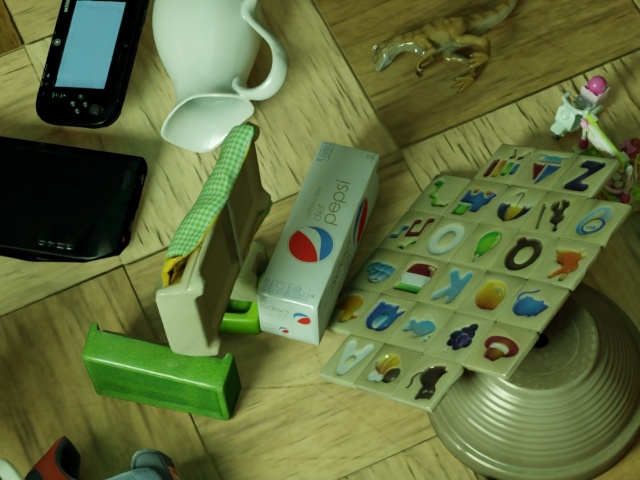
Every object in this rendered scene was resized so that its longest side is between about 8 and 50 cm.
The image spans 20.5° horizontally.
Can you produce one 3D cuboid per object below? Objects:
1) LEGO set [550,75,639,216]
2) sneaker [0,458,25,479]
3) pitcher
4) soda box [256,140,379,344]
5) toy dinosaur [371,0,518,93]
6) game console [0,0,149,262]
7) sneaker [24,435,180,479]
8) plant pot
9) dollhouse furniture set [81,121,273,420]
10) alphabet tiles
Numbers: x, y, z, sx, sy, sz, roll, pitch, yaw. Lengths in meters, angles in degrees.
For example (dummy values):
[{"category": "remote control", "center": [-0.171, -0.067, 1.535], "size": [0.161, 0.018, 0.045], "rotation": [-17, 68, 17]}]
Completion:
[{"category": "LEGO set", "center": [0.366, -0.074, 1.886], "size": [0.287, 0.107, 0.132], "rotation": [33, 68, 21]}, {"category": "sneaker", "center": [-0.275, 0.326, 1.604], "size": [0.107, 0.110, 0.275], "rotation": [-35, 94, 17]}, {"category": "pitcher", "center": [-0.107, -0.226, 1.987], "size": [0.178, 0.125, 0.207], "rotation": [-23, 57, 33]}, {"category": "soda box", "center": [0.000, 0.000, 1.880], "size": [0.069, 0.074, 0.216], "rotation": [14, 55, 13]}, {"category": "toy dinosaur", "center": [0.163, -0.237, 2.023], "size": [0.211, 0.064, 0.112], "rotation": [-20, 59, -7]}, {"category": "game console", "center": [-0.288, -0.147, 1.988], "size": [0.213, 0.044, 0.361], "rotation": [8, 71, 11]}, {"category": "sneaker", "center": [-0.141, 0.289, 1.703], "size": [0.350, 0.131, 0.148], "rotation": [20, 68, 16]}, {"category": "plant pot", "center": [0.220, 0.123, 1.784], "size": [0.237, 0.109, 0.237], "rotation": [-2, 60, 3]}, {"category": "dollhouse furniture set", "center": [-0.147, 0.023, 1.760], "size": [0.151, 0.301, 0.197], "rotation": [13, 63, 10]}, {"category": "alphabet tiles", "center": [0.153, 0.030, 1.812], "size": [0.285, 0.011, 0.342], "rotation": [12, 55, 49]}]
